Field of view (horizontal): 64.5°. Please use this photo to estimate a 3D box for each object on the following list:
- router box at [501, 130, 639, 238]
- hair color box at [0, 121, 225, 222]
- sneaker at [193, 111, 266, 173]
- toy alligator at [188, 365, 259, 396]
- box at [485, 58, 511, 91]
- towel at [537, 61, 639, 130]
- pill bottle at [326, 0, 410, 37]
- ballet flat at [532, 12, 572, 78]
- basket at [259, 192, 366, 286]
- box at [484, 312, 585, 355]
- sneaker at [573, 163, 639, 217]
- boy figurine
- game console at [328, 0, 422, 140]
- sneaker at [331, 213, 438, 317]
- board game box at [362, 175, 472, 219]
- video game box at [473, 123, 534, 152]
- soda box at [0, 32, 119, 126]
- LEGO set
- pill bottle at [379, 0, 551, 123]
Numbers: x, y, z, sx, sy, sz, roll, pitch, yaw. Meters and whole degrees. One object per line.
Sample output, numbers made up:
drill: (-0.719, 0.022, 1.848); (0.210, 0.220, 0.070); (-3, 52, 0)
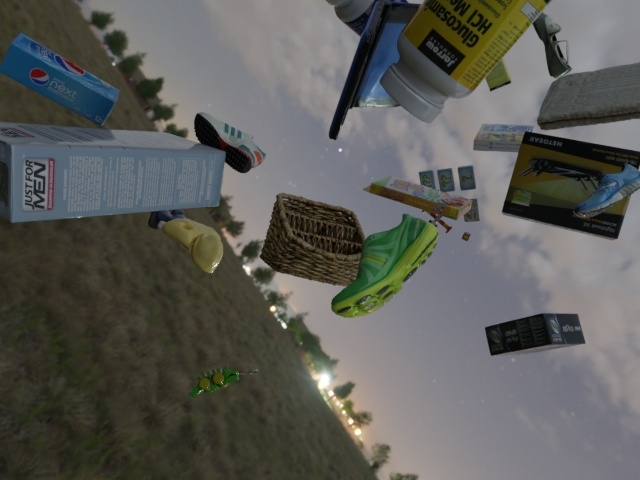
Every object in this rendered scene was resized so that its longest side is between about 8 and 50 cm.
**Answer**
router box: (0.700, -0.156, 1.431); (0.308, 0.243, 0.081); (15, 3, 21)
hair color box: (-0.367, -0.123, 0.864); (0.185, 0.374, 0.114); (22, -71, 33)
sneaker: (-0.176, -0.197, 0.999); (0.161, 0.075, 0.057); (40, -52, 12)
toy alligator: (-0.260, 0.357, 1.340); (0.056, 0.189, 0.051); (81, -13, -60)
box: (0.653, -0.698, 1.948); (0.232, 0.087, 0.058); (54, 33, -27)
towel: (0.666, -0.337, 1.184); (0.282, 0.187, 0.049); (4, -40, 43)
pill bottle: (0.131, -0.627, 1.358); (0.264, 0.153, 0.153); (22, 18, -41)
ballet flat: (0.664, -0.572, 1.444); (0.068, 0.072, 0.213); (-15, -82, 46)
basket: (0.000, 0.000, 1.529); (0.299, 0.223, 0.213); (14, 7, -28)
box: (0.539, 0.239, 1.283); (0.180, 0.147, 0.078); (-31, -120, 51)
sneaker: (0.624, -0.109, 1.114); (0.073, 0.162, 0.063); (59, 6, 18)
boy figurine: (-0.339, -0.008, 1.353); (0.285, 0.092, 0.177); (33, 8, 37)
game console: (0.154, -0.386, 1.186); (0.173, 0.250, 0.293); (19, -39, -2)
sneaker: (0.132, 0.058, 1.130); (0.123, 0.295, 0.109); (41, -13, 32)
board game box: (0.248, -0.116, 1.309); (0.259, 0.124, 0.039); (18, -67, 25)
video game box: (0.661, -0.371, 1.825); (0.187, 0.205, 0.048); (5, -60, 24)
soda box: (-0.537, -0.331, 1.056); (0.210, 0.071, 0.067); (28, 29, -31)
LEGO set: (0.414, -0.110, 1.641); (0.182, 0.060, 0.244); (-3, -72, 31)
pill bottle: (0.270, -0.400, 0.972); (0.188, 0.334, 0.188); (29, 30, -19)
